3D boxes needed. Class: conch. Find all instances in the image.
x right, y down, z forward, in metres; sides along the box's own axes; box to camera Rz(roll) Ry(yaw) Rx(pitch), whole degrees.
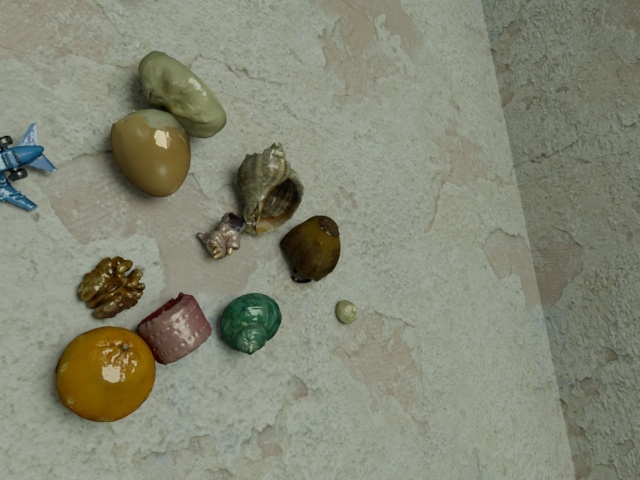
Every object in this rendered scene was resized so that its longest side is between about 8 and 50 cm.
[{"bbox_3d":[-0.177,-0.168,1.798,0.210,0.159,0.291,18,102,-48],"label":"conch"},{"bbox_3d":[-0.193,0.243,1.642,0.196,0.134,0.202,41,50,-25],"label":"conch"}]

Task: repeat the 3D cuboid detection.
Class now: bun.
[{"bbox_3d":[0.096,0.246,1.975,0.086,0.054,0.086,17,65,-40],"label":"bun"},{"bbox_3d":[-0.400,-0.393,1.613,0.287,0.287,0.146,43,80,-24],"label":"bun"}]

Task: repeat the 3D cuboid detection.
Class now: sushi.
[{"bbox_3d":[-0.061,0.118,1.891,0.083,0.044,0.046,1,97,-42],"label":"sushi"}]

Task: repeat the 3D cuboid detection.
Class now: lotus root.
[{"bbox_3d":[0.001,0.001,1.859,0.188,0.180,0.199,49,41,10],"label":"lotus root"}]

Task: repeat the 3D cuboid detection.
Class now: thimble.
[{"bbox_3d":[-0.371,0.224,1.448,0.163,0.189,0.125,-31,99,-1],"label":"thimble"}]

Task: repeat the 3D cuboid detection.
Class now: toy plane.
[{"bbox_3d":[-0.743,-0.171,1.291,0.271,0.105,0.254,-38,117,-48],"label":"toy plane"}]

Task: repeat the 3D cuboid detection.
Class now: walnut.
[{"bbox_3d":[-0.513,0.114,1.430,0.143,0.069,0.170,52,44,-15],"label":"walnut"}]

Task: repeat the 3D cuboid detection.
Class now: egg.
[{"bbox_3d":[-0.447,-0.236,1.526,0.201,0.201,0.245,-23,104,-46],"label":"egg"}]

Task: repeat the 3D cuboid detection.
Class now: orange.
[{"bbox_3d":[-0.487,0.303,1.308,0.219,0.193,0.219,12,61,-23],"label":"orange"}]

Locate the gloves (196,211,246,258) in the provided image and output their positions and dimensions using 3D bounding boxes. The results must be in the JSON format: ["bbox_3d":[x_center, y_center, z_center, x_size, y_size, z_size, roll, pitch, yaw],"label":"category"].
[{"bbox_3d":[-0.282,-0.011,1.678,0.144,0.094,0.110,-39,95,-24],"label":"gloves"}]
